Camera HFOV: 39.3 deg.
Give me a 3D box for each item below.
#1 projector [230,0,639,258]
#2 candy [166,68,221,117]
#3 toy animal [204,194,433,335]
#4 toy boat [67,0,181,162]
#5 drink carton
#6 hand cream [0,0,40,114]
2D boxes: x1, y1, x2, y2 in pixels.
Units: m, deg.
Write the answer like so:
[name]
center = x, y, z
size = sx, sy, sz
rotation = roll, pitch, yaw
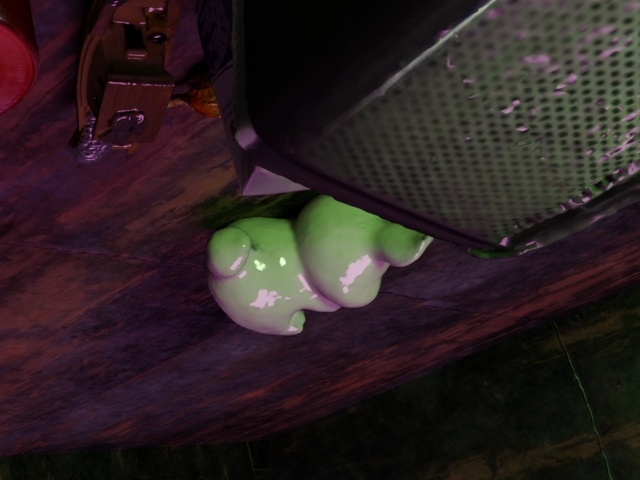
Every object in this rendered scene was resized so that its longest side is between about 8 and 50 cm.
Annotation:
[projector]
center = 0.150, -0.250, 0.504
size = 0.242, 0.395, 0.405
rotation = 21, 140, -33
[candy]
center = -0.184, -0.155, 1.045
size = 0.201, 0.060, 0.060
rotation = -13, 161, 16
[toy animal]
center = 0.002, 0.004, 1.375
size = 0.367, 0.196, 0.241
rotation = -21, 157, 20
[toy boat]
center = -0.193, -0.171, 0.889
size = 0.089, 0.121, 0.321
rotation = 0, 155, -23
[drink carton]
center = -0.030, -0.163, 0.880
size = 0.134, 0.222, 0.102
rotation = -6, 157, -24
[hand cream]
center = -0.335, -0.186, 0.737
size = 0.193, 0.125, 0.193
rotation = -15, 159, -6
